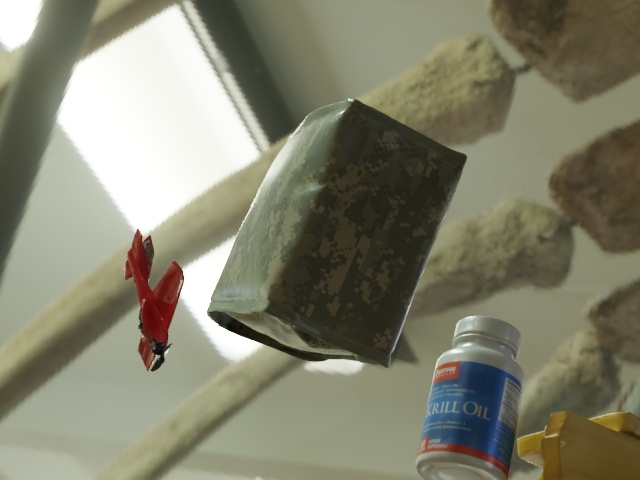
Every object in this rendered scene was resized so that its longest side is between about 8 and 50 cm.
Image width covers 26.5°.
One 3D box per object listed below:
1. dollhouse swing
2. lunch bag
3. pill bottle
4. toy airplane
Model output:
[{"bbox_3d":[0.323,0.424,1.898,0.305,0.347,0.315,14,-26,-36],"label":"dollhouse swing"},{"bbox_3d":[0.000,0.000,1.438,0.169,0.235,0.287,26,-11,-19],"label":"lunch bag"},{"bbox_3d":[0.207,0.219,1.834,0.124,0.221,0.124,11,-29,6],"label":"pill bottle"},{"bbox_3d":[-0.161,0.052,1.275,0.028,0.151,0.151,2,-25,-23],"label":"toy airplane"}]
